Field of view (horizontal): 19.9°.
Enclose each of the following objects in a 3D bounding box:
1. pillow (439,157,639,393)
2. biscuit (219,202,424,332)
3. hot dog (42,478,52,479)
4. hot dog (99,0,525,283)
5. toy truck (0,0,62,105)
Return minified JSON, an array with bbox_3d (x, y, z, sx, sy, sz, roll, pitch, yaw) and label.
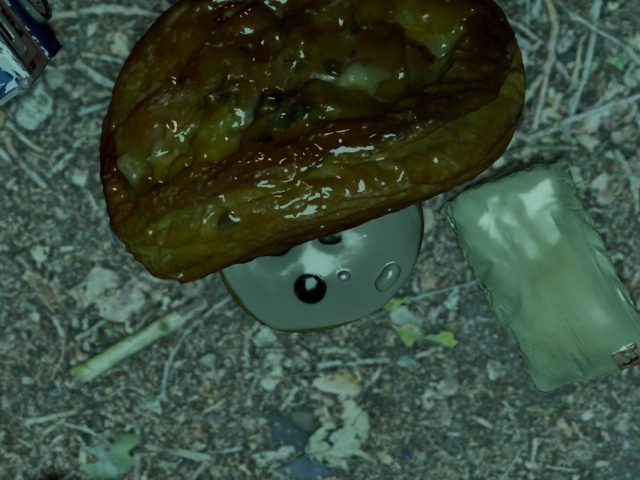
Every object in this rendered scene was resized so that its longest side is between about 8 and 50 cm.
[{"bbox_3d":[0.216,0.035,1.712,0.128,0.051,0.229,-25,108,17],"label":"pillow"},{"bbox_3d":[0.000,0.000,1.701,0.181,0.049,0.208,41,104,-12],"label":"biscuit"},{"bbox_3d":[-0.248,0.322,1.818,0.072,0.055,0.188,-10,111,7],"label":"hot dog"},{"bbox_3d":[-0.016,-0.109,1.567,0.388,0.267,0.174,-21,150,9],"label":"hot dog"},{"bbox_3d":[-0.350,-0.229,1.556,0.124,0.155,0.268,-34,107,12],"label":"toy truck"}]
